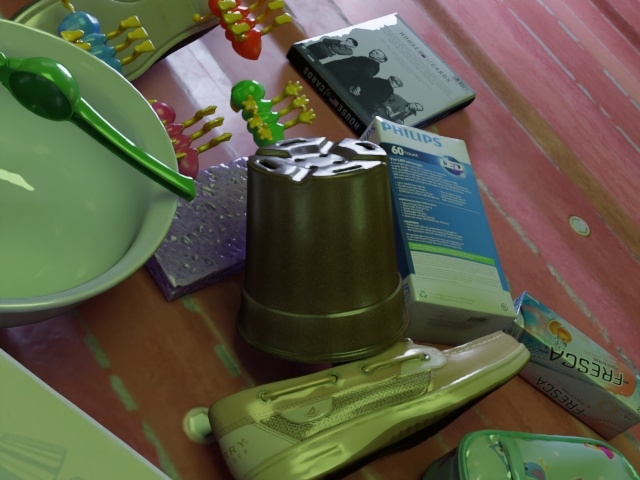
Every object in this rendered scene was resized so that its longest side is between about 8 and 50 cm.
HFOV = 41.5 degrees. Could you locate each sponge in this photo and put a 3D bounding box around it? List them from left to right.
[{"bbox_3d":[-0.099,-0.023,0.874,0.210,0.031,0.117,-22,68,-41],"label":"sponge"}]

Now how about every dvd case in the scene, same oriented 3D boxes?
[{"bbox_3d":[0.090,-0.224,1.160,0.179,0.029,0.239,49,45,12],"label":"dvd case"}]

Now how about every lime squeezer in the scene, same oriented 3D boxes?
[{"bbox_3d":[-0.249,-0.090,0.642,0.310,0.059,0.110,2,86,-32],"label":"lime squeezer"}]

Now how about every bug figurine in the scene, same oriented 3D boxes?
[{"bbox_3d":[-0.135,-0.173,0.887,0.279,0.072,0.216,-24,85,-41],"label":"bug figurine"}]

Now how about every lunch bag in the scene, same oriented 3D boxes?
[{"bbox_3d":[0.200,0.308,0.732,0.224,0.108,0.279,13,49,-23],"label":"lunch bag"}]

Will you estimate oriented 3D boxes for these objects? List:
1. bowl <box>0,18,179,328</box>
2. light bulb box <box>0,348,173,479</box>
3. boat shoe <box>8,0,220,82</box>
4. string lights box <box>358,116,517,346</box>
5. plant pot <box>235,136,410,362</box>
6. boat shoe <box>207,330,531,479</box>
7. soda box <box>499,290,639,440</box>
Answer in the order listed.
[{"bbox_3d":[-0.279,-0.039,0.701,0.298,0.134,0.298,17,48,-20],"label":"bowl"},{"bbox_3d":[-0.302,0.142,0.275,0.361,0.225,0.358,43,52,-19],"label":"light bulb box"},{"bbox_3d":[-0.225,-0.239,0.947,0.335,0.095,0.112,-37,115,-41],"label":"boat shoe"},{"bbox_3d":[0.122,-0.013,0.971,0.133,0.077,0.259,11,50,-25],"label":"string lights box"},{"bbox_3d":[0.000,0.000,0.773,0.167,0.165,0.167,-1,23,1],"label":"plant pot"},{"bbox_3d":[0.060,0.134,0.780,0.341,0.121,0.110,-15,65,-38],"label":"boat shoe"},{"bbox_3d":[0.278,0.142,0.951,0.183,0.063,0.058,36,43,-1],"label":"soda box"}]
